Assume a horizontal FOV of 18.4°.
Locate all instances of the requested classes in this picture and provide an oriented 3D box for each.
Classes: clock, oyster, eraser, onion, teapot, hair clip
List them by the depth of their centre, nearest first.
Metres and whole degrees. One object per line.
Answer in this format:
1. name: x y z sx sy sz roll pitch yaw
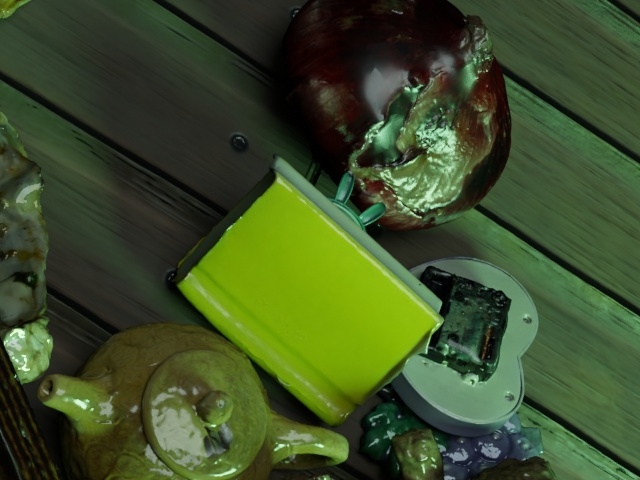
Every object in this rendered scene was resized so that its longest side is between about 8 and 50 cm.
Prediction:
1. teapot: -0.110 0.167 1.759 0.311 0.167 0.203 14 66 -25
2. oyster: -0.302 -0.001 1.763 0.166 0.094 0.294 18 44 -11
3. eraser: -0.012 0.053 1.865 0.226 0.069 0.158 41 102 -10
4. clock: 0.000 0.000 1.906 0.101 0.135 0.041 44 14 -11
5. clock: 0.131 0.089 1.959 0.172 0.064 0.198 24 50 -7
6. hair clip: 0.128 0.194 1.959 0.195 0.052 0.124 3 58 -20
7. onion: 0.100 -0.149 1.971 0.272 0.195 0.272 17 61 -33

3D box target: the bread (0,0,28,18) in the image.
1. bread: -0.320 -0.275 1.866 0.132 0.053 0.074 46 54 -7

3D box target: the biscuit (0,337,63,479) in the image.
1. biscuit: -0.310 0.126 1.635 0.388 0.107 0.073 68 19 -7

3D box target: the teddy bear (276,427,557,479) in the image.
1. teddy bear: 0.117 0.278 1.786 0.222 0.296 0.246 -32 62 6
